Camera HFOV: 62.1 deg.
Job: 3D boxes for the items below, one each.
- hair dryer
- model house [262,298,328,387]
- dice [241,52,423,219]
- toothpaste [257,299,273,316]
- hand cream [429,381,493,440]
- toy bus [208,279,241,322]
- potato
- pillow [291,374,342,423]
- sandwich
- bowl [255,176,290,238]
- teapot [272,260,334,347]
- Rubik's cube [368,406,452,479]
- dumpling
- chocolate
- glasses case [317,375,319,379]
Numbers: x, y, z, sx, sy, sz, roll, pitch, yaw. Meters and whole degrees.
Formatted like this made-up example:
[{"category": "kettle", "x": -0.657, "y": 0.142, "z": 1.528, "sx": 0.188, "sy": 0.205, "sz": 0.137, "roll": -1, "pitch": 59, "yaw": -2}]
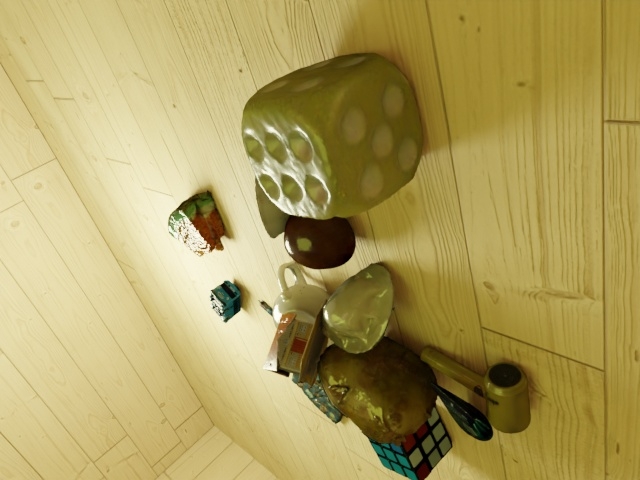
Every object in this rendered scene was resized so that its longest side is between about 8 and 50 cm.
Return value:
[{"category": "hair dryer", "x": 0.335, "y": 0.304, "z": 1.193, "sx": 0.279, "sy": 0.090, "sz": 0.134, "roll": 25, "pitch": 141, "yaw": 48}, {"category": "model house", "x": -0.066, "y": 0.252, "z": 1.378, "sx": 0.136, "sy": 0.219, "sz": 0.207, "roll": 11, "pitch": 162, "yaw": 17}, {"category": "dice", "x": 0.018, "y": -0.183, "z": 0.937, "sx": 0.238, "sy": 0.233, "sz": 0.226, "roll": 11, "pitch": 130, "yaw": 48}, {"category": "toothpaste", "x": -0.192, "y": 0.240, "z": 1.893, "sx": 0.083, "sy": 0.019, "sz": 0.027, "roll": 39, "pitch": 124, "yaw": 19}, {"category": "hand cream", "x": 0.328, "y": 0.397, "z": 1.208, "sx": 0.120, "sy": 0.061, "sz": 0.270, "roll": 39, "pitch": 176, "yaw": 40}, {"category": "toy bus", "x": -0.358, "y": 0.230, "z": 2.019, "sx": 0.090, "sy": 0.106, "sz": 0.184, "roll": 46, "pitch": 155, "yaw": 16}, {"category": "potato", "x": 0.157, "y": 0.341, "z": 1.329, "sx": 0.300, "sy": 0.246, "sz": 0.196, "roll": 43, "pitch": 136, "yaw": 6}, {"category": "pillow", "x": -0.013, "y": 0.577, "z": 1.996, "sx": 0.256, "sy": 0.034, "sz": 0.189, "roll": 41, "pitch": 148, "yaw": 18}, {"category": "sandwich", "x": -0.424, "y": -0.047, "z": 1.808, "sx": 0.292, "sy": 0.109, "sz": 0.212, "roll": -2, "pitch": 120, "yaw": 54}, {"category": "bowl", "x": -0.090, "y": -0.104, "z": 1.286, "sx": 0.086, "sy": 0.189, "sz": 0.189, "roll": -10, "pitch": 124, "yaw": 9}, {"category": "teapot", "x": -0.039, "y": 0.200, "z": 1.535, "sx": 0.208, "sy": 0.166, "sz": 0.299, "roll": -17, "pitch": 99, "yaw": 40}, {"category": "Rubik's cube", "x": 0.244, "y": 0.547, "z": 1.492, "sx": 0.161, "sy": 0.163, "sz": 0.162, "roll": -3, "pitch": 116, "yaw": 55}, {"category": "dumpling", "x": 0.094, "y": 0.172, "z": 1.261, "sx": 0.172, "sy": 0.142, "sz": 0.247, "roll": 50, "pitch": 121, "yaw": 32}, {"category": "chocolate", "x": 0.000, "y": 0.000, "z": 1.238, "sx": 0.177, "sy": 0.177, "sz": 0.176, "roll": 34, "pitch": 146, "yaw": 27}, {"category": "glasses case", "x": -0.048, "y": 0.363, "z": 1.793, "sx": 0.105, "sy": 0.056, "sz": 0.266, "roll": 9, "pitch": 130, "yaw": 50}]
